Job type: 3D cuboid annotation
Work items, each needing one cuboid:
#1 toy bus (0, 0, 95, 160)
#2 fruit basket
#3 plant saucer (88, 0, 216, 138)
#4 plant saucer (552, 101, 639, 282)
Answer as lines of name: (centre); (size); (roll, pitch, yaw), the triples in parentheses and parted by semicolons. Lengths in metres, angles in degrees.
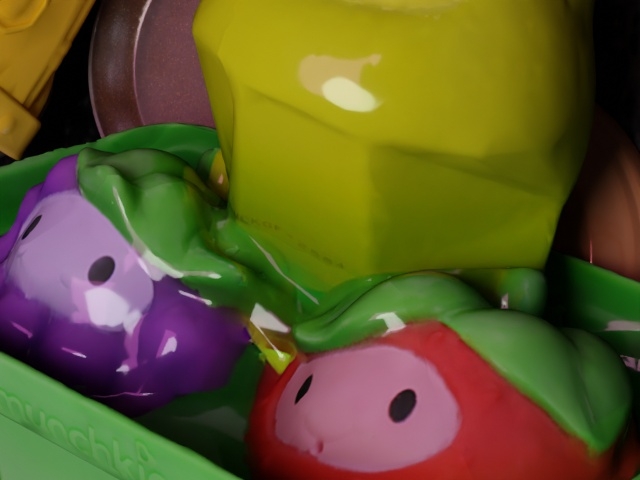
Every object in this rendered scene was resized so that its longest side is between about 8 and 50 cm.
toy bus: (-0.205, -0.176, 1.007); (0.211, 0.149, 0.220); (-55, 38, -4)
fruit basket: (0.000, 0.000, 0.744); (0.392, 0.283, 0.392); (16, 116, 36)
plant saucer: (-0.053, -0.100, 0.962); (0.168, 0.029, 0.168); (-3, 85, 35)
plant saucer: (0.068, 0.012, 0.863); (0.200, 0.037, 0.200); (-4, 83, 34)
